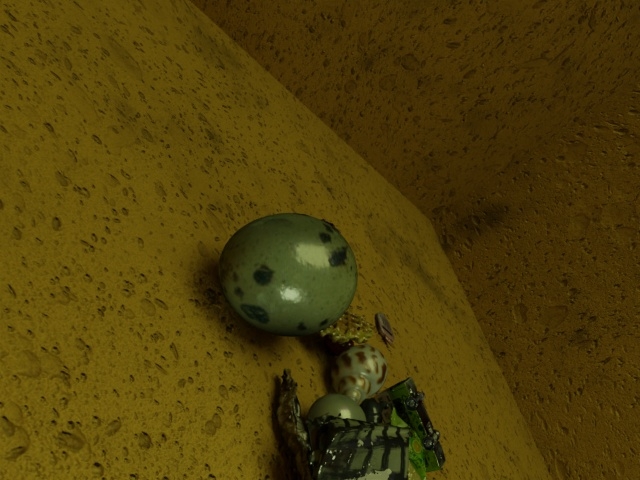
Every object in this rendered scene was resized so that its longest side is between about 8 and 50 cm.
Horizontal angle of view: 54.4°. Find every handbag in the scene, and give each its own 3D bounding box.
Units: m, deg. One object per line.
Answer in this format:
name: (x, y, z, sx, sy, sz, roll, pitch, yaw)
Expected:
handbag: (0.077, 0.582, 1.461, 0.327, 0.162, 0.325, 26, 65, -46)

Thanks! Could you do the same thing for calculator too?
calculator: (0.264, 0.361, 2.550, 0.103, 0.024, 0.166, 45, 21, -28)

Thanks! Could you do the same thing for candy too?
candy: (0.271, 0.635, 1.873, 0.246, 0.069, 0.149, 52, 25, -22)

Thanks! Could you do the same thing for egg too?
egg: (0.048, 0.493, 1.679, 0.209, 0.151, 0.151, 37, 27, -55)
egg: (-0.089, 0.095, 1.719, 0.428, 0.345, 0.345, 6, 52, -52)

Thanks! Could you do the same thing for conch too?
conch: (0.122, 0.420, 1.930, 0.275, 0.148, 0.183, -39, 112, -39)

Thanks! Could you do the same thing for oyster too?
oyster: (-0.064, 0.476, 1.588, 0.129, 0.078, 0.345, 64, 5, -49)

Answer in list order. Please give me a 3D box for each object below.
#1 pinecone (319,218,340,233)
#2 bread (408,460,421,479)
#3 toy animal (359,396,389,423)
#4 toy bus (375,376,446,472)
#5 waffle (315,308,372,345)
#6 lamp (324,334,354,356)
pinecone: (0.000, 0.000, 2.314, 0.173, 0.173, 0.174, 45, 22, -25)
bread: (0.202, 0.689, 1.736, 0.138, 0.102, 0.196, -36, 91, -38)
toy animal: (0.179, 0.606, 1.904, 0.137, 0.082, 0.270, 31, 37, -43)
toy bus: (0.306, 0.624, 2.089, 0.113, 0.139, 0.302, -2, 68, -66)
waffle: (0.033, 0.250, 2.008, 0.262, 0.060, 0.280, 9, 22, -47)
lamp: (0.061, 0.336, 2.035, 0.107, 0.092, 0.107, 40, -13, 11)
